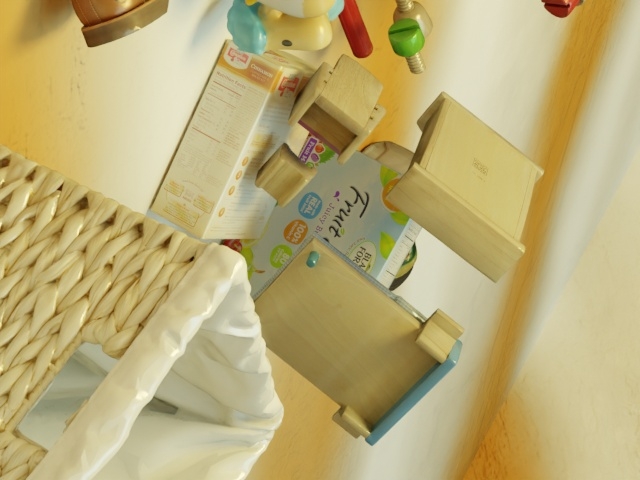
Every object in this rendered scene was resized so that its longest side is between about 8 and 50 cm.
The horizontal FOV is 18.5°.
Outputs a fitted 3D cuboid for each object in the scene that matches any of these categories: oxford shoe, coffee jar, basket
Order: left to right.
[{"bbox_3d":[-0.233,0.150,1.581,0.328,0.266,0.331,-54,159,-22],"label":"basket"},{"bbox_3d":[-0.139,-0.229,1.606,0.076,0.076,0.212,67,28,-16],"label":"oxford shoe"},{"bbox_3d":[0.079,-0.027,2.411,0.079,0.096,0.184,-42,154,-39],"label":"coffee jar"}]

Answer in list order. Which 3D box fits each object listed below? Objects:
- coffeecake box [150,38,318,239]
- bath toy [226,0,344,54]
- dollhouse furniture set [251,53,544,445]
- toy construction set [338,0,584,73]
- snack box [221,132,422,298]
[{"bbox_3d":[-0.075,-0.097,1.949,0.185,0.068,0.142,-64,160,10],"label":"coffeecake box"},{"bbox_3d":[-0.037,-0.305,1.683,0.129,0.151,0.348,-19,148,-10],"label":"bath toy"},{"bbox_3d":[0.035,0.001,2.006,0.303,0.286,0.198,-49,-173,26],"label":"dollhouse furniture set"},{"bbox_3d":[0.136,-0.342,2.015,0.309,0.257,0.237,-35,137,-8],"label":"toy construction set"},{"bbox_3d":[0.000,0.000,2.118,0.207,0.174,0.070,-61,163,0],"label":"snack box"}]
